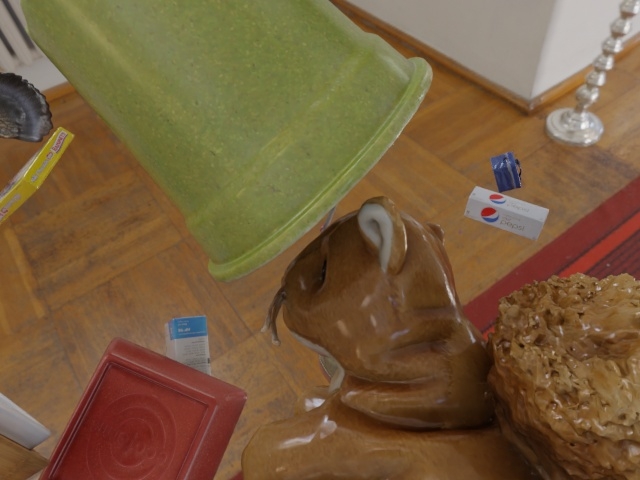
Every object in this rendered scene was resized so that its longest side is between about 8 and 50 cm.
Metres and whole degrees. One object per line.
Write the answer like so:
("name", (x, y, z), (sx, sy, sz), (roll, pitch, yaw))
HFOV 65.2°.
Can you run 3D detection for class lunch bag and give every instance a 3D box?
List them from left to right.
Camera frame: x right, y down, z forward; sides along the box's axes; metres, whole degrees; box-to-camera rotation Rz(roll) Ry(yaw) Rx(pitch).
("lunch bag", (0.469, -0.175, 1.254), (0.065, 0.098, 0.067), (-14, 45, 21))

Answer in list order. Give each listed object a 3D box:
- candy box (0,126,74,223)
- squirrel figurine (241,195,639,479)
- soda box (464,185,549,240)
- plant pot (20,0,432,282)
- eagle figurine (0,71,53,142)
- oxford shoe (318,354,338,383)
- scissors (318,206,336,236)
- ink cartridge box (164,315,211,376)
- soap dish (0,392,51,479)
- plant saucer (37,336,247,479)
("candy box", (-0.439, -0.084, 0.737), (0.205, 0.027, 0.105), (-22, 44, 38))
("squirrel figurine", (0.125, 0.140, 0.429), (0.396, 0.281, 0.371), (-13, 75, 30))
("soda box", (0.536, -0.081, 1.449), (0.216, 0.074, 0.069), (22, 46, 22))
("plant pot", (-0.089, -0.150, 0.437), (0.276, 0.254, 0.276), (-40, 18, 16))
("eagle figurine", (-0.647, -0.198, 0.892), (0.226, 0.225, 0.298), (9, 15, -13))
("oxford shoe", (0.097, 0.351, 1.233), (0.123, 0.130, 0.348), (-28, 43, -24))
("scissors", (0.000, 0.000, 0.884), (0.021, 0.297, 0.109), (30, 42, 9))
("ink cartridge box", (-0.236, 0.231, 0.892), (0.060, 0.104, 0.180), (-1, 76, -26))
("soap dish", (-0.511, 0.201, 0.626), (0.290, 0.229, 0.118), (19, 57, 24))
("plant saucer", (-0.277, 0.303, 0.749), (0.258, 0.048, 0.259), (18, 72, 15))
